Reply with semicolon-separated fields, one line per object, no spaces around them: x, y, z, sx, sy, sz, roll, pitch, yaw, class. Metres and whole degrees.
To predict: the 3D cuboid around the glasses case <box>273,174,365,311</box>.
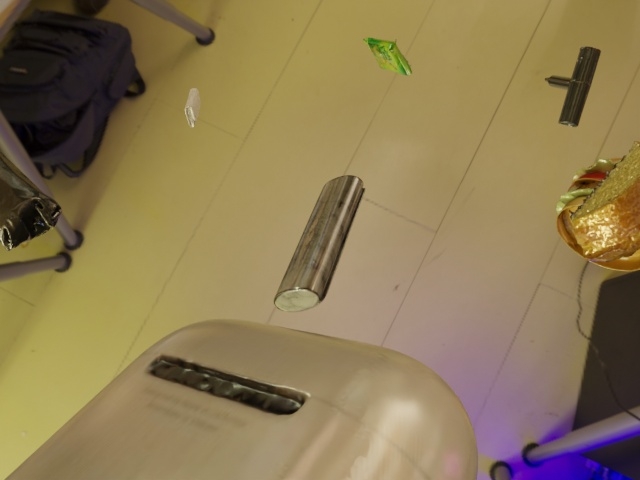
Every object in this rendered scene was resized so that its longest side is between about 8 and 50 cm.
0.000;0.000;1.189;0.060;0.114;0.299;45;47;-26;glasses case

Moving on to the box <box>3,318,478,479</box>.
-0.087;0.189;0.374;0.349;0.289;0.141;-44;122;-37;box

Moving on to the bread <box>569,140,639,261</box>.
0.568;-0.071;1.094;0.129;0.134;0.260;47;73;-10;bread

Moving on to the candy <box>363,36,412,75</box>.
0.173;-0.478;1.611;0.032;0.178;0.102;-36;118;-3;candy

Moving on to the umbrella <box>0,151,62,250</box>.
-0.198;-0.042;0.350;0.133;0.036;0.031;37;120;23;umbrella

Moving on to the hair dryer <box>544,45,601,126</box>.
0.566;-0.349;1.453;0.050;0.195;0.173;16;94;-9;hair dryer

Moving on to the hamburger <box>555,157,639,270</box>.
0.733;-0.078;1.518;0.274;0.274;0.212;34;69;9;hamburger

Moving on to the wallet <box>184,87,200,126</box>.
-0.336;-0.352;1.643;0.025;0.061;0.122;-4;37;-1;wallet
